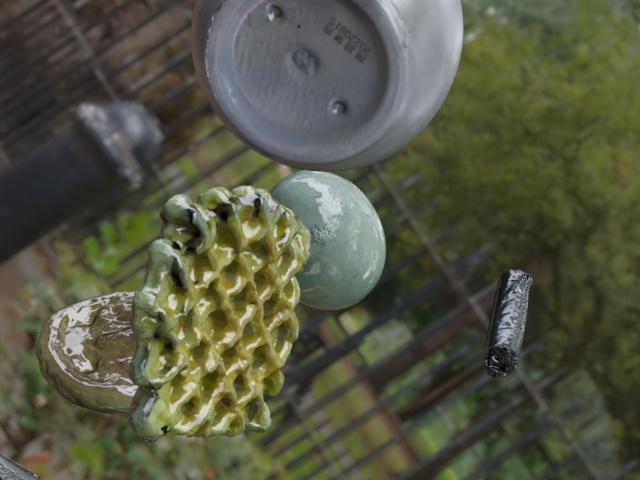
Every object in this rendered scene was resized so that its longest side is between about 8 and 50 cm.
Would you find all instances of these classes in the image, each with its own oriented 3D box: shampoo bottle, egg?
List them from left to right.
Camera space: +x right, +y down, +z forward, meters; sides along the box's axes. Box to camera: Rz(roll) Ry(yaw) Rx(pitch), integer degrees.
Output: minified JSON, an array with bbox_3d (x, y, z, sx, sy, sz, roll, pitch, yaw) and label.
[{"bbox_3d":[0.000,0.000,2.238,0.169,0.169,0.236,56,2,37],"label":"egg"},{"bbox_3d":[0.012,-0.220,1.715,0.273,0.273,0.266,56,23,-16],"label":"shampoo bottle"}]

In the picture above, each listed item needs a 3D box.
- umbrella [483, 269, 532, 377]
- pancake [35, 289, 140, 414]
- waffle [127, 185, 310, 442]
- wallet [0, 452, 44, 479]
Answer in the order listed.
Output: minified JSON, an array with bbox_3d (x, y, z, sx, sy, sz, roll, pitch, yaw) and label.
[{"bbox_3d":[0.164,0.068,1.440,0.031,0.036,0.133,60,26,-26],"label":"umbrella"},{"bbox_3d":[-0.257,0.136,2.172,0.242,0.241,0.050,-124,-147,-48],"label":"pancake"},{"bbox_3d":[-0.082,0.055,1.324,0.054,0.204,0.223,15,4,30],"label":"waffle"},{"bbox_3d":[-0.344,0.369,2.086,0.262,0.071,0.221,49,3,38],"label":"wallet"}]
